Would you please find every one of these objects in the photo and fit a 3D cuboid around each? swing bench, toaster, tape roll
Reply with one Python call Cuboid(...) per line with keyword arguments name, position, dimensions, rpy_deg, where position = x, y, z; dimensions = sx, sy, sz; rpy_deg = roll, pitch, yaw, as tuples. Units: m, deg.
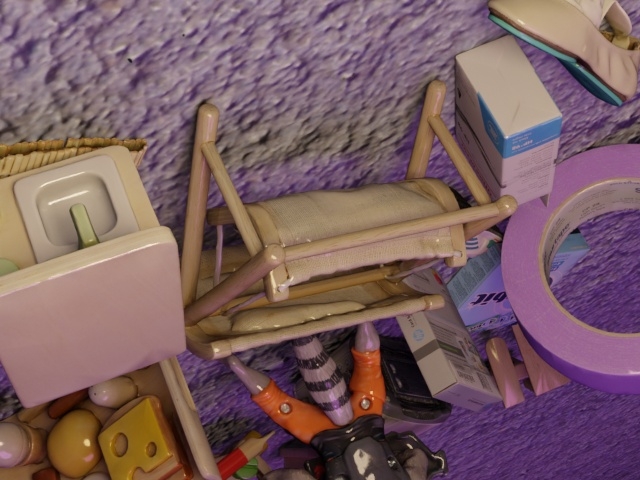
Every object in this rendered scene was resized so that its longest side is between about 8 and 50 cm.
Cuboid(name="swing bench", position=(0.000, 0.000, 1.094), dimensions=(0.253, 0.165, 0.254), rpy_deg=(-11, 150, -27))
Cuboid(name="toaster", position=(0.070, 0.216, 1.582), dimensions=(0.146, 0.129, 0.227), rpy_deg=(-36, 151, 27))
Cuboid(name="tape roll", position=(0.347, 0.032, 1.326), dimensions=(0.275, 0.274, 0.090), rpy_deg=(-28, 153, 4))

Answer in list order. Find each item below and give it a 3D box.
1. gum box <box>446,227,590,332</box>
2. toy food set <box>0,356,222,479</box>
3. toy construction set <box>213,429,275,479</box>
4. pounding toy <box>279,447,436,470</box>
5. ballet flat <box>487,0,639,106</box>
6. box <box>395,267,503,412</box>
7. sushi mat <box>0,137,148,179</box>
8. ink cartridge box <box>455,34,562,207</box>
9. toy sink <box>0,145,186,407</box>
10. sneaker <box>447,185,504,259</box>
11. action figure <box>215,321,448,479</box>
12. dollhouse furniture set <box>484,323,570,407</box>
Cuboid(name="gum box", position=(0.241, 0.057, 1.536), dimensions=(0.157, 0.041, 0.184), rpy_deg=(-6, 148, -34))
Cuboid(name="toy food set", position=(-0.249, 0.218, 1.206), dimensions=(0.306, 0.219, 0.092), rpy_deg=(-38, 151, 24))
Cuboid(name="toy construction set", position=(-0.072, 0.332, 1.574), dimensions=(0.237, 0.257, 0.309), rpy_deg=(-37, 158, -21))
Cuboid(name="pounding toy", position=(0.052, 0.339, 1.850), dimensions=(0.270, 0.154, 0.154), rpy_deg=(12, 164, -37))
Cuboid(name="ballet flat", position=(0.232, -0.194, 1.061), dimensions=(0.086, 0.086, 0.248), rpy_deg=(-38, 152, 22))
Cuboid(name="box", position=(0.136, 0.105, 1.372), dimensions=(0.038, 0.186, 0.145), rpy_deg=(-33, 153, 18))
Cuboid(name="sushi mat", position=(-0.264, 0.016, 1.056), dimensions=(0.151, 0.019, 0.316), rpy_deg=(-7, 148, -31))
Cuboid(name="ink cartridge box", position=(0.179, -0.100, 1.134), dimensions=(0.060, 0.104, 0.180), rpy_deg=(-23, 153, -5))
Cuboid(name="toy sink", position=(-0.205, 0.019, 0.949), dimensions=(0.153, 0.131, 0.234), rpy_deg=(-20, 157, -13))
Cuboid(name="sneaker", position=(0.149, -0.008, 1.325), dimensions=(0.075, 0.057, 0.161), rpy_deg=(-40, 153, 16))
Cuboid(name="action figure", position=(-0.009, 0.260, 1.359), dimensions=(0.341, 0.330, 0.178), rpy_deg=(-24, 179, -16))
Cuboid(name="dollhouse furniture set", position=(0.269, 0.172, 1.783), dimensions=(0.144, 0.123, 0.151), rpy_deg=(-21, -172, -9))
